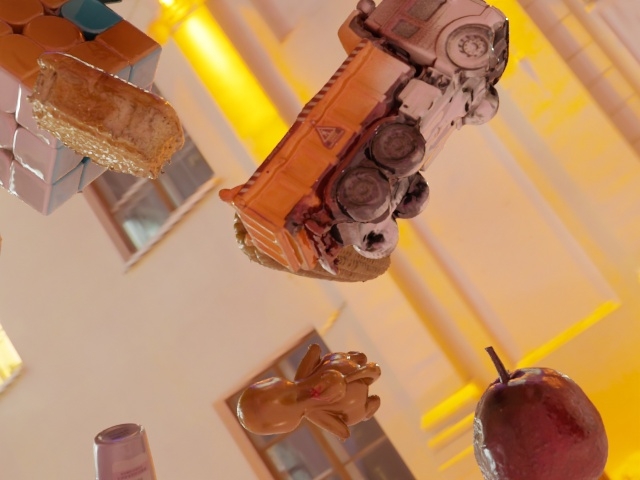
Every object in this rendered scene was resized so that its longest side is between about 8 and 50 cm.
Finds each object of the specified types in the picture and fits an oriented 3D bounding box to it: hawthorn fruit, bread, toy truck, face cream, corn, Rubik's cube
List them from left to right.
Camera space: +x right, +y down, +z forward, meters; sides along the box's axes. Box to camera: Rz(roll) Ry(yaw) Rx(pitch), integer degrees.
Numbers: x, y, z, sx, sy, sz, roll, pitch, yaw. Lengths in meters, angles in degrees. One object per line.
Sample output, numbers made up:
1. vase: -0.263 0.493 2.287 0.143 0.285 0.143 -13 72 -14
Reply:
1. Rubik's cube: -0.515 -0.282 1.866 0.291 0.291 0.290 -47 -12 -44
2. bread: -0.331 -0.192 1.531 0.121 0.246 0.174 -59 -11 -21
3. face cream: -0.246 0.338 1.281 0.084 0.198 0.057 -17 18 -35
4. corn: 0.000 0.000 1.641 0.131 0.131 0.344 -40 -30 25
5. toy truck: 0.045 -0.094 0.838 0.270 0.135 0.114 -52 -21 -14
6. hawthorn fruit: 0.332 0.282 1.554 0.210 0.266 0.230 -24 -6 23

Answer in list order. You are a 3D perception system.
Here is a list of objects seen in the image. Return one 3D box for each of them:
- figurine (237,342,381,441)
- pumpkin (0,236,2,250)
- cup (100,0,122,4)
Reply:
1. figurine: -0.009 0.176 1.137 0.176 0.121 0.122 -14 -14 -23
2. pumpkin: -0.488 -0.002 1.252 0.146 0.190 0.190 -16 -21 -35
3. cup: -0.433 -0.570 2.022 0.235 0.134 0.148 -85 18 -62
